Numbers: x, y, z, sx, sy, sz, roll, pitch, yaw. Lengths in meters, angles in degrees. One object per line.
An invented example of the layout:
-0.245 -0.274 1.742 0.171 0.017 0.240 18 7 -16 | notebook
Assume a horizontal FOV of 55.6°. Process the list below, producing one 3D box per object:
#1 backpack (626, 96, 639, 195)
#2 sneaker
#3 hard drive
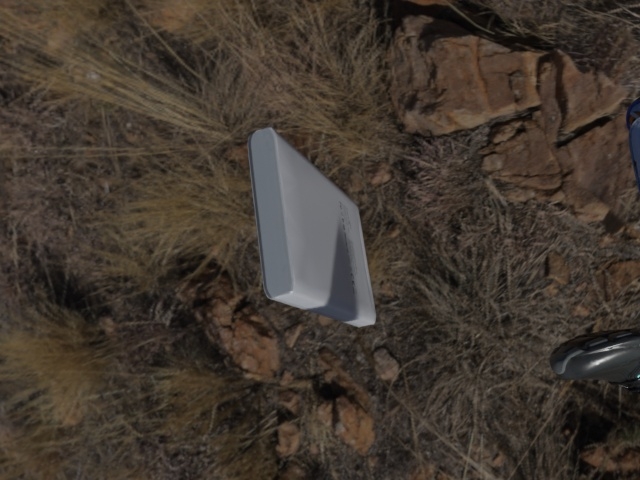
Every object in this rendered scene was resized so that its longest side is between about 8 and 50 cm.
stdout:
0.529 -0.099 0.734 0.263 0.213 0.277 -10 105 51 | backpack
0.409 0.150 0.726 0.101 0.267 0.106 126 138 -79 | sneaker
0.000 0.000 0.821 0.040 0.307 0.203 -14 72 19 | hard drive
